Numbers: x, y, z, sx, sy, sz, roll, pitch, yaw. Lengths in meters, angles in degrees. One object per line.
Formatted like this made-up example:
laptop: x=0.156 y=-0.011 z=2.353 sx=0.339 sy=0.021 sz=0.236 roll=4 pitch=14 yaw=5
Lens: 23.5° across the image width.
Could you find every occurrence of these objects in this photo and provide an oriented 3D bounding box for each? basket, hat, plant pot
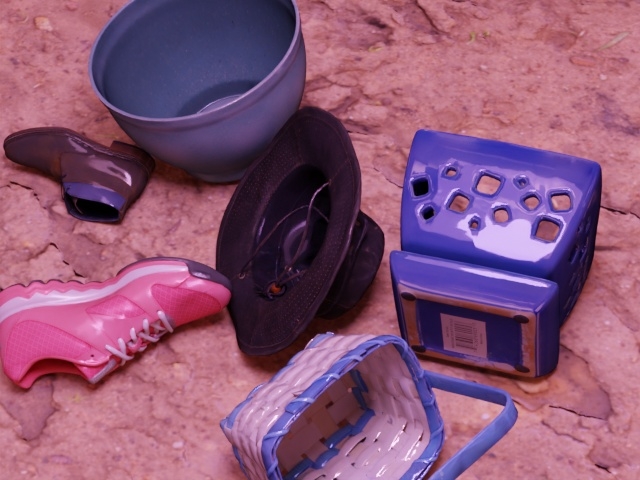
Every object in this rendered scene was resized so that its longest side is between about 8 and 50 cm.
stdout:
basket: x=0.051 y=0.227 z=1.722 sx=0.255 sy=0.201 sz=0.289 roll=-38 pitch=26 yaw=-22
hat: x=0.000 y=0.000 z=1.951 sx=0.134 sy=0.331 sz=0.331 roll=18 pitch=43 yaw=-29
plant pot: x=-0.145 y=-0.204 z=2.106 sx=0.293 sy=0.196 sz=0.293 roll=-10 pitch=49 yaw=11
plant pot: x=0.205 y=0.027 z=1.877 sx=0.236 sy=0.236 sz=0.212 roll=11 pitch=60 yaw=14

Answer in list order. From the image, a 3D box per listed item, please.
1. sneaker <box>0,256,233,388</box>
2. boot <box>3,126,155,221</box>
sneaker: x=-0.258 y=0.116 z=1.944 sx=0.314 sy=0.116 sz=0.136 roll=-11 pitch=60 yaw=6
boot: x=-0.348 y=-0.091 z=2.122 sx=0.219 sy=0.082 sz=0.106 roll=8 pitch=50 yaw=10
